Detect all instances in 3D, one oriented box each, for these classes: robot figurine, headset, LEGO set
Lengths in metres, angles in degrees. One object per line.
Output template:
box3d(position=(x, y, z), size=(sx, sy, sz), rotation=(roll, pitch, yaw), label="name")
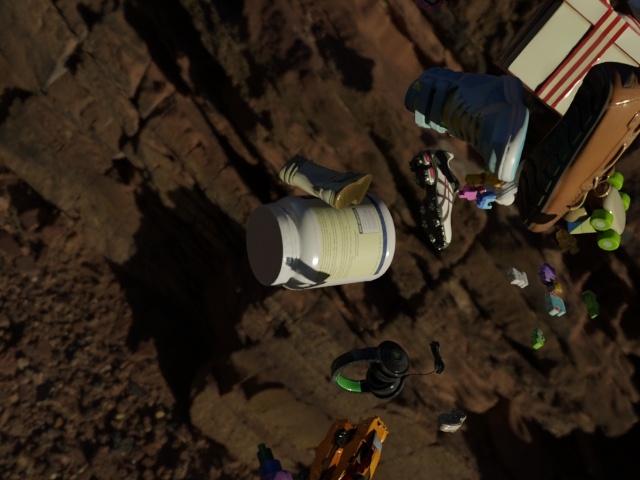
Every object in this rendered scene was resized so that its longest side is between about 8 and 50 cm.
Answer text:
box3d(position=(0.042, 0.537, 1.633), size=(0.085, 0.211, 0.291), rotation=(49, 50, -21), label="robot figurine")
box3d(position=(0.230, 0.425, 2.461), size=(0.243, 0.393, 0.185), rotation=(95, -6, -51), label="headset")
box3d(position=(0.406, -0.157, 1.831), size=(0.093, 0.227, 0.087), rotation=(0, 50, -8), label="LEGO set")

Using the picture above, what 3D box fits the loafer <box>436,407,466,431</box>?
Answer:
box3d(position=(0.271, 0.384, 1.491), size=(0.045, 0.039, 0.125), rotation=(29, 12, 26), label="loafer")

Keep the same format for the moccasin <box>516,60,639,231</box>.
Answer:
box3d(position=(0.458, -0.146, 1.242), size=(0.146, 0.380, 0.139), rotation=(6, 48, -11), label="moccasin")

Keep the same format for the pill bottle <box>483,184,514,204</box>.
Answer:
box3d(position=(0.587, -0.157, 2.334), size=(0.116, 0.065, 0.065), rotation=(28, 35, -45), label="pill bottle")

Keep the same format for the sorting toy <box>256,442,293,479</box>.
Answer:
box3d(position=(-0.175, 0.510, 1.370), size=(0.127, 0.366, 0.126), rotation=(12, 39, -38), label="sorting toy")

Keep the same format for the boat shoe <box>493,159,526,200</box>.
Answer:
box3d(position=(0.526, -0.173, 1.948), size=(0.076, 0.083, 0.226), rotation=(53, -18, -1), label="boat shoe")

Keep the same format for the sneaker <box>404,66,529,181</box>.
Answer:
box3d(position=(0.244, -0.206, 1.236), size=(0.208, 0.127, 0.319), rotation=(10, 30, 6), label="sneaker")

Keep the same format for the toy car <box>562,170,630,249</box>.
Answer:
box3d(position=(0.654, -0.074, 1.785), size=(0.149, 0.188, 0.155), rotation=(54, 51, -37), label="toy car")

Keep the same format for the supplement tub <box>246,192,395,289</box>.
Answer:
box3d(position=(0.000, 0.000, 1.808), size=(0.324, 0.235, 0.236), rotation=(-5, 58, -31), label="supplement tub")

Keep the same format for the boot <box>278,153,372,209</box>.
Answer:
box3d(position=(0.015, -0.139, 1.606), size=(0.165, 0.077, 0.213), rotation=(25, 21, 18), label="boot")

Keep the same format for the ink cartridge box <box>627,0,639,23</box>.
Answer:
box3d(position=(0.913, -0.559, 1.881), size=(0.212, 0.093, 0.154), rotation=(29, 32, -49), label="ink cartridge box")

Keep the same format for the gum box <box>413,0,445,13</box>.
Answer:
box3d(position=(0.283, -0.652, 1.725), size=(0.062, 0.107, 0.189), rotation=(23, 56, -26), label="gum box")

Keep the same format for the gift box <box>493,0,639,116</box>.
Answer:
box3d(position=(0.558, -0.440, 1.610), size=(0.255, 0.258, 0.276), rotation=(36, 19, -12), label="gift box")

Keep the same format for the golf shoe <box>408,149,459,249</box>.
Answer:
box3d(position=(0.330, -0.115, 1.931), size=(0.105, 0.120, 0.273), rotation=(172, -93, -71), label="golf shoe")

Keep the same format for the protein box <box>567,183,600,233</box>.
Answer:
box3d(position=(0.895, -0.165, 2.409), size=(0.201, 0.135, 0.200), rotation=(-75, 153, -42), label="protein box")

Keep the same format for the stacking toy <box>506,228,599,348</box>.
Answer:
box3d(position=(0.495, 0.105, 1.535), size=(0.052, 0.167, 0.221), rotation=(22, 44, -26), label="stacking toy")
